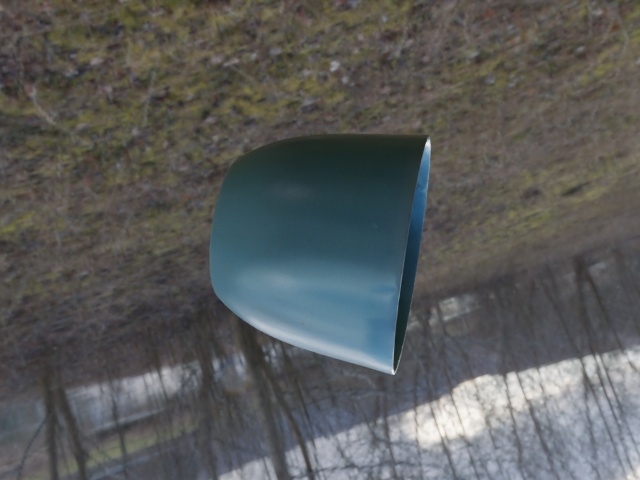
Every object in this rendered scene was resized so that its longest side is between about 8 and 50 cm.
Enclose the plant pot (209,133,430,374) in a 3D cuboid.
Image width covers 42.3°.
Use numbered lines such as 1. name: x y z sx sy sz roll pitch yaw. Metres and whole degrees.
1. plant pot: 0.000 0.000 1.028 0.235 0.293 0.293 9 175 10
